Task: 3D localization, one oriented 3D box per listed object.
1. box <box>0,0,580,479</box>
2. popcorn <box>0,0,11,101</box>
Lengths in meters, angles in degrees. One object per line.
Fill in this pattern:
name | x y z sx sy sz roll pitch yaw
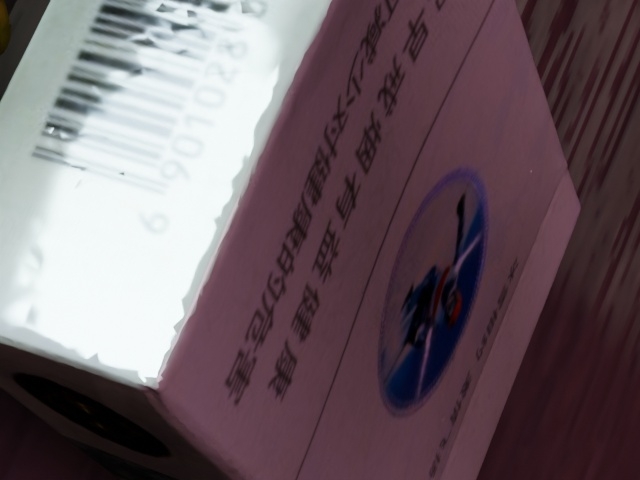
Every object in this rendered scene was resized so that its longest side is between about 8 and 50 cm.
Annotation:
box | 0.000 0.000 0.510 0.164 0.069 0.256 -66 157 -16
popcorn | -0.163 -0.037 0.426 0.197 0.197 0.155 -34 128 -29
